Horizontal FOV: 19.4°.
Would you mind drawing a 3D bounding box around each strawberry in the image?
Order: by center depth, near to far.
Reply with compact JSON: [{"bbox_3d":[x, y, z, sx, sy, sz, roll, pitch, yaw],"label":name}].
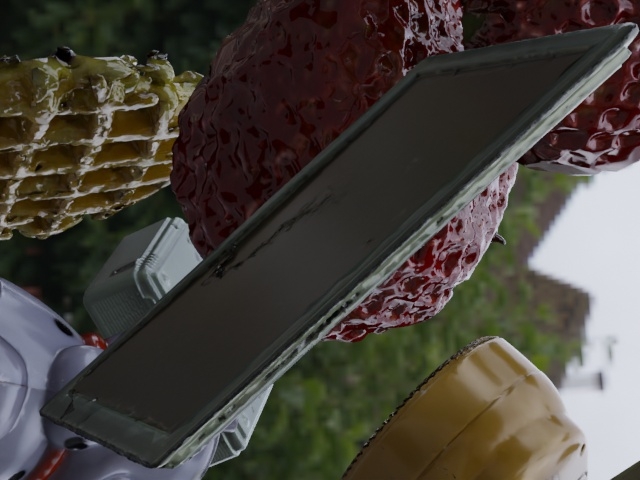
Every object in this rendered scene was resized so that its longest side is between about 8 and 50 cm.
[{"bbox_3d":[0.222,-0.149,1.263,0.205,0.244,0.205,-8,90,-76],"label":"strawberry"},{"bbox_3d":[0.009,-0.089,1.457,0.310,0.291,0.292,60,-9,-28],"label":"strawberry"}]

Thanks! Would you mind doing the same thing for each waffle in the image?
[{"bbox_3d":[-0.278,-0.085,1.755,0.382,0.379,0.095,-20,-108,27],"label":"waffle"}]

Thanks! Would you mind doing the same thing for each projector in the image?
[{"bbox_3d":[-0.158,0.118,2.205,0.257,0.099,0.192,61,19,-15],"label":"projector"}]

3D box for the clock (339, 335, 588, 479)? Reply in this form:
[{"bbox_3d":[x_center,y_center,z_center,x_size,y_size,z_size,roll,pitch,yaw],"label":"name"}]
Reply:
[{"bbox_3d":[0.131,0.228,1.705,0.200,0.244,0.317,38,-23,18],"label":"clock"}]

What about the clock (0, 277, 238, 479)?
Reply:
[{"bbox_3d":[-0.181,0.113,1.256,0.189,0.254,0.189,-164,-90,-73],"label":"clock"}]

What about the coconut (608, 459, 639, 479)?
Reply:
[{"bbox_3d":[0.283,0.257,1.310,0.259,0.259,0.259,177,-90,-69],"label":"coconut"}]

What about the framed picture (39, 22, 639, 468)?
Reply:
[{"bbox_3d":[0.000,0.000,0.834,0.016,0.273,0.216,52,-15,-14],"label":"framed picture"}]
